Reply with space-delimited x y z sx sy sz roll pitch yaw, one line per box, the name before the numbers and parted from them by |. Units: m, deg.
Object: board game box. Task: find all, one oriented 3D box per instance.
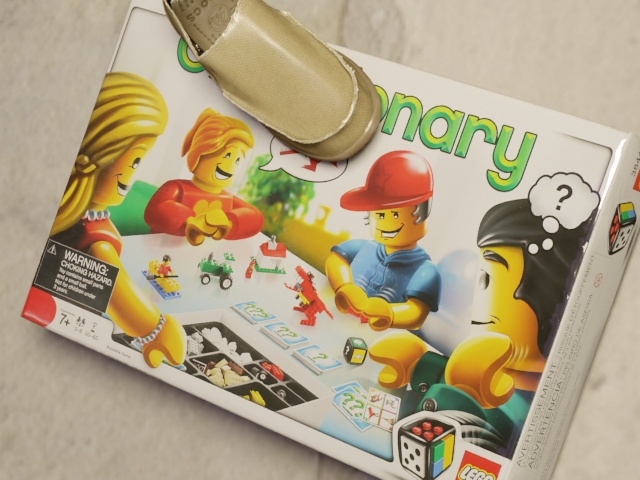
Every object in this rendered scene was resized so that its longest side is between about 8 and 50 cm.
board game box | 0.000 0.000 0.869 0.305 0.053 0.193 20 91 32

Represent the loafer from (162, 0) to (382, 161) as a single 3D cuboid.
loafer | -0.032 -0.090 0.843 0.148 0.050 0.056 38 99 31
